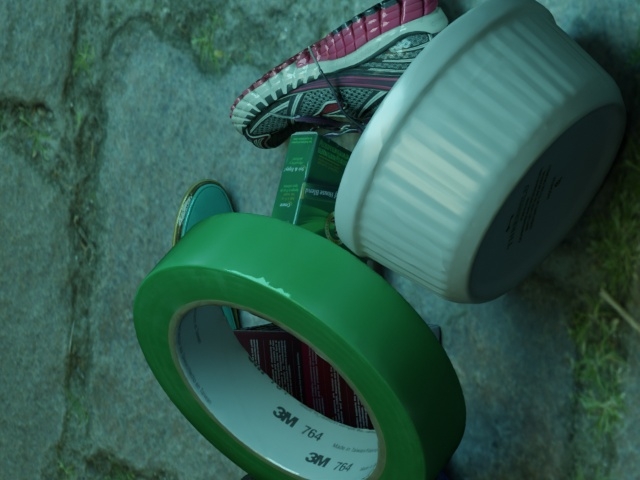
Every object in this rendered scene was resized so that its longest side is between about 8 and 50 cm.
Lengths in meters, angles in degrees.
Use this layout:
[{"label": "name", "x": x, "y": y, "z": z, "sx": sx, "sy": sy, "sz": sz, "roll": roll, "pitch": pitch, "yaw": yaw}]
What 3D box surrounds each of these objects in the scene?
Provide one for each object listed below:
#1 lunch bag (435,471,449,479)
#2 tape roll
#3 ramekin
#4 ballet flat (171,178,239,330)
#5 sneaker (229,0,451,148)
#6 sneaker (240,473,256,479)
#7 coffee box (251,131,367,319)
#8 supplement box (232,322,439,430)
[{"label": "lunch bag", "x": 0.088, "y": 0.372, "z": 1.918, "sx": 0.221, "sy": 0.138, "sz": 0.293, "roll": -50, "pitch": 50, "yaw": 44}, {"label": "tape roll", "x": -0.022, "y": 0.120, "z": 1.788, "sx": 0.321, "sy": 0.077, "sz": 0.321, "roll": 26, "pitch": 145, "yaw": 20}, {"label": "ramekin", "x": 0.147, "y": -0.067, "z": 1.666, "sx": 0.127, "sy": 0.273, "sz": 0.273, "roll": 38, "pitch": 124, "yaw": 21}, {"label": "ballet flat", "x": -0.130, "y": 0.049, "z": 2.118, "sx": 0.073, "sy": 0.080, "sz": 0.232, "roll": 5, "pitch": 100, "yaw": 62}, {"label": "sneaker", "x": 0.020, "y": -0.143, "z": 1.890, "sx": 0.299, "sy": 0.121, "sz": 0.112, "roll": -25, "pitch": 98, "yaw": 52}, {"label": "sneaker", "x": -0.047, "y": 0.304, "z": 2.088, "sx": 0.089, "sy": 0.051, "sz": 0.170, "roll": -13, "pitch": 84, "yaw": 52}, {"label": "coffee box", "x": 0.000, "y": 0.000, "z": 1.891, "sx": 0.040, "sy": 0.113, "sz": 0.184, "roll": 0, "pitch": 71, "yaw": 44}, {"label": "supplement box", "x": 0.017, "y": 0.150, "z": 1.974, "sx": 0.239, "sy": 0.073, "sz": 0.130, "roll": -1, "pitch": 96, "yaw": 46}]
